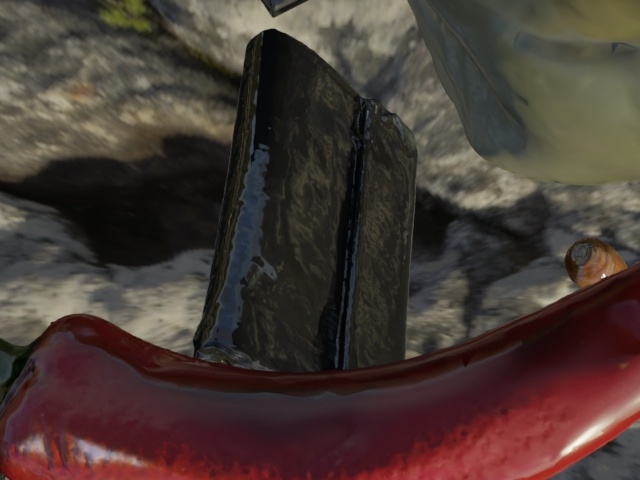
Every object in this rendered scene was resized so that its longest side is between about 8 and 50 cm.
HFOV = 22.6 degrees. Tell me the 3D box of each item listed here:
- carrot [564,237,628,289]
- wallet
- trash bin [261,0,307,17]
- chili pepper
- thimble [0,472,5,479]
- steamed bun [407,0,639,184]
[{"bbox_3d":[0.278,0.055,1.444,0.048,0.216,0.048,-18,55,28],"label":"carrot"},{"bbox_3d":[0.001,-0.001,1.486,0.228,0.406,0.062,34,132,-27],"label":"wallet"},{"bbox_3d":[0.019,-0.341,1.523,0.225,0.115,0.165,-24,128,-3],"label":"trash bin"},{"bbox_3d":[-0.003,0.063,0.676,0.368,0.092,0.137,-2,84,5],"label":"chili pepper"},{"bbox_3d":[-0.354,0.228,1.147,0.270,0.271,0.150,3,110,0],"label":"thimble"},{"bbox_3d":[0.142,-0.200,0.506,0.255,0.367,0.342,42,47,-34],"label":"steamed bun"}]
